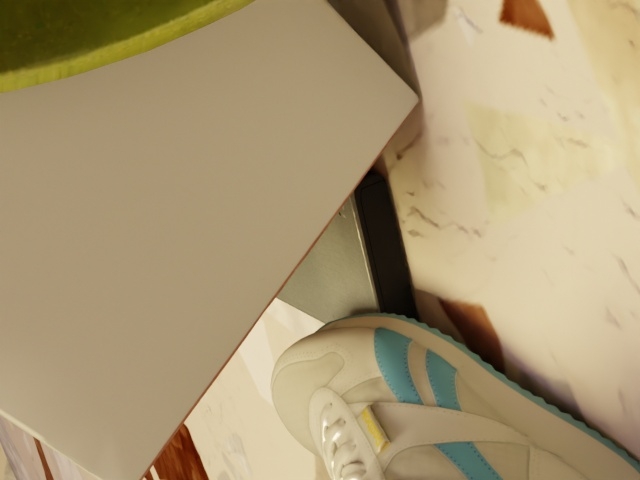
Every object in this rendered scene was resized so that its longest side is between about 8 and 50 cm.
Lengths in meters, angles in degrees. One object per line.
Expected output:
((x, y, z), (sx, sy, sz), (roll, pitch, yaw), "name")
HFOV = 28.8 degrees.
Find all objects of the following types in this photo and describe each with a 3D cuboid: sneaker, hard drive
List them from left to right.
((0.000, 0.000, 0.655), (0.135, 0.022, 0.094), (23, 132, 59), "hard drive")
((0.040, 0.101, 0.548), (0.229, 0.092, 0.087), (23, 132, 49), "sneaker")

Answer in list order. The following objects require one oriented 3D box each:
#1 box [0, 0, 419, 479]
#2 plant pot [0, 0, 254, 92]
((-0.149, -0.050, 0.626), (0.168, 0.215, 0.345), (41, 169, -26), "box")
((-0.142, -0.288, 0.345), (0.366, 0.366, 0.353), (107, 147, -57), "plant pot")
